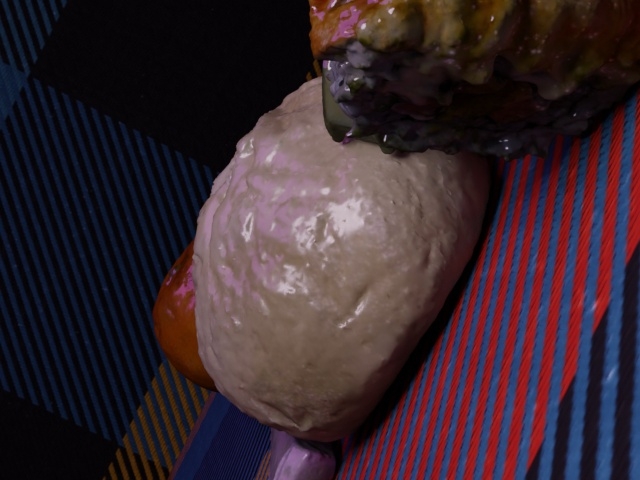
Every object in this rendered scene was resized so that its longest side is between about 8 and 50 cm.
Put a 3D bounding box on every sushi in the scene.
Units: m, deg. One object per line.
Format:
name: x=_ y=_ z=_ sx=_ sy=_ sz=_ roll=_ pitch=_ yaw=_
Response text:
sushi: x=0.121 y=-0.147 z=0.807 sx=0.184 sy=0.274 sz=0.140 roll=131 pitch=140 yaw=-64

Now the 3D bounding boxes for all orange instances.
orange: x=-0.125 y=0.104 z=1.773 sx=0.261 sy=0.261 sz=0.261 roll=-62 pitch=5 yaw=10

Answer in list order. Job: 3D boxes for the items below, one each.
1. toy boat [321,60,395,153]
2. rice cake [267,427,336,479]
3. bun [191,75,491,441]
toy boat: x=0.055 y=-0.219 z=0.934 sx=0.055 sy=0.093 sz=0.293 roll=8 pitch=-84 yaw=-61
rice cake: x=-0.020 y=0.195 z=1.249 sx=0.365 sy=0.056 sz=0.073 roll=-94 pitch=26 yaw=-80
bun: x=0.000 y=0.000 z=1.102 sx=0.353 sy=0.227 sz=0.349 roll=-65 pitch=7 yaw=-7
